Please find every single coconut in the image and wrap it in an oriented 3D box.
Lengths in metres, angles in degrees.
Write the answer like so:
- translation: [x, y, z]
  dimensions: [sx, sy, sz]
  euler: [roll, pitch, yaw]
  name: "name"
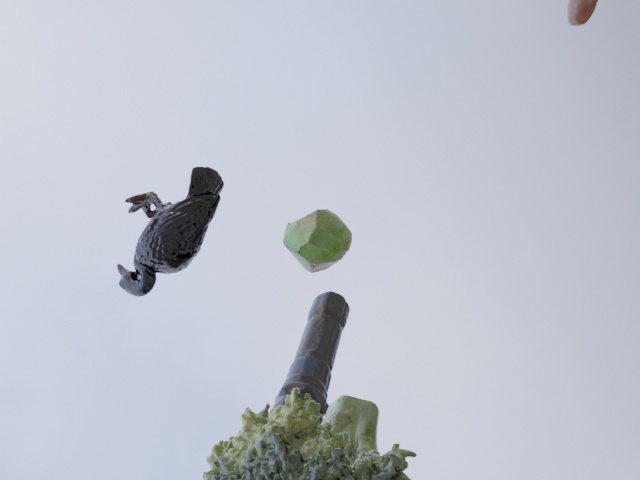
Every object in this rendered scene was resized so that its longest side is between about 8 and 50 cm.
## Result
- translation: [0.000, 0.000, 0.799]
  dimensions: [0.081, 0.082, 0.083]
  euler: [45, -143, -31]
  name: "coconut"

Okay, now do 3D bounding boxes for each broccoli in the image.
- translation: [0.002, 0.286, 0.710]
  dimensions: [0.246, 0.263, 0.243]
  euler: [65, -151, -16]
  name: "broccoli"

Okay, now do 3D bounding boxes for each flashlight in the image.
- translation: [-0.018, 0.254, 1.225]
  dimensions: [0.103, 0.103, 0.424]
  euler: [45, -149, -16]
  name: "flashlight"

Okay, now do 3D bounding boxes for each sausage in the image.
- translation: [0.337, -0.376, 0.784]
  dimensions: [0.043, 0.043, 0.186]
  euler: [-34, -61, -42]
  name: "sausage"

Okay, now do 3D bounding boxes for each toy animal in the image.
- translation: [-0.305, -0.021, 1.210]
  dimensions: [0.122, 0.298, 0.185]
  euler: [41, -162, -47]
  name: "toy animal"
